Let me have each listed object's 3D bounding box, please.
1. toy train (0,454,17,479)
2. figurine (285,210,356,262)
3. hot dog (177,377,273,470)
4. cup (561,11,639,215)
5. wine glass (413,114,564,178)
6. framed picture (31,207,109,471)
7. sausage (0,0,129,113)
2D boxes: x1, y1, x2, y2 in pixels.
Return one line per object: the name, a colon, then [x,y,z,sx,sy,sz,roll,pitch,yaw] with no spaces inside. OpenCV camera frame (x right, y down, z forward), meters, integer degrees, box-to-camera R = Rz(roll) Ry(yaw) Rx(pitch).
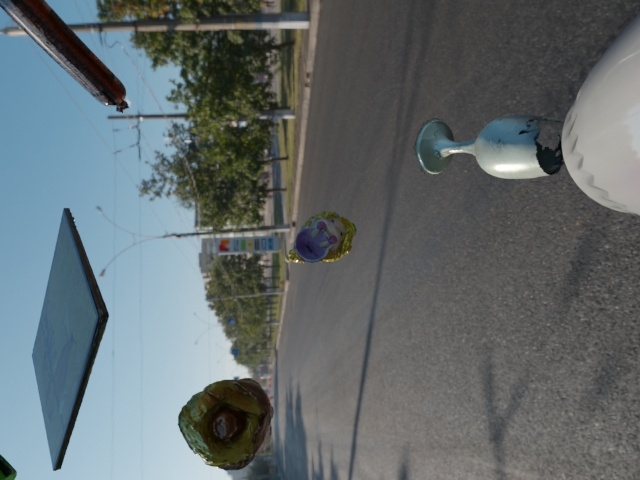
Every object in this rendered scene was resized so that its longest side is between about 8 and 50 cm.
toy train: [-0.446,0.303,0.450,0.188,0.132,0.243,-55,-9,17]
figurine: [0.000,0.000,0.865,0.095,0.115,0.156,60,-152,-4]
hot dog: [-0.117,0.267,0.695,0.261,0.093,0.123,43,-141,-74]
cup: [0.394,-0.137,0.437,0.371,0.253,0.253,7,-99,-82]
wine glass: [0.365,-0.204,1.021,0.321,0.143,0.143,17,112,52]
framed picture: [-0.411,0.156,0.736,0.255,0.014,0.338,49,122,37]
sausage: [-0.190,-0.154,0.295,0.198,0.025,0.028,56,-169,-54]
